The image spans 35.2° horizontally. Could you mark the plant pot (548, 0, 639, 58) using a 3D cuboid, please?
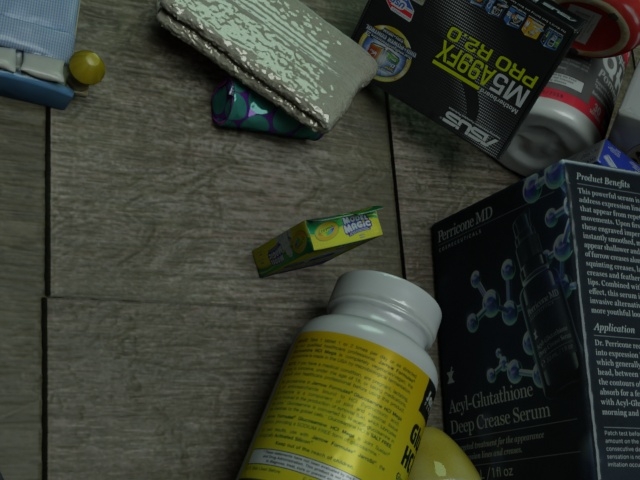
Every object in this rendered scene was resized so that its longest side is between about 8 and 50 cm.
[{"bbox_3d":[0.390,-0.359,1.392,0.191,0.191,0.174,29,69,-17],"label":"plant pot"}]

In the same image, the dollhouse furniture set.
[{"bbox_3d":[-0.373,-0.343,1.158,0.303,0.198,0.287,13,69,-24],"label":"dollhouse furniture set"}]

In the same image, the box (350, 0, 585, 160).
[{"bbox_3d":[0.188,-0.271,1.379,0.270,0.216,0.060,33,34,7],"label":"box"}]

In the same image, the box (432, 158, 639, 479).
[{"bbox_3d":[0.321,0.134,1.320,0.211,0.293,0.396,7,71,-26],"label":"box"}]

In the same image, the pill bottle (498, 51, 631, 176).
[{"bbox_3d":[0.374,-0.263,1.543,0.176,0.176,0.319,32,62,-16],"label":"pill bottle"}]

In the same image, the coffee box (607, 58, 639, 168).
[{"bbox_3d":[0.494,-0.110,1.465,0.168,0.297,0.119,23,63,13],"label":"coffee box"}]

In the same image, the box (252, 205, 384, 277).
[{"bbox_3d":[0.000,0.000,1.258,0.105,0.179,0.043,-12,80,-30],"label":"box"}]

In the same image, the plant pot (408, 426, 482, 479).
[{"bbox_3d":[0.135,0.294,1.279,0.134,0.134,0.095,11,45,-25],"label":"plant pot"}]

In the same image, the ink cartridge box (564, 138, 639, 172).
[{"bbox_3d":[0.371,-0.070,1.461,0.097,0.207,0.046,35,61,-14],"label":"ink cartridge box"}]

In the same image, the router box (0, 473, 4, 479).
[{"bbox_3d":[-0.444,0.271,0.992,0.243,0.081,0.309,-27,88,-32],"label":"router box"}]

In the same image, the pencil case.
[{"bbox_3d":[-0.065,-0.177,1.347,0.151,0.064,0.070,8,85,-26],"label":"pencil case"}]

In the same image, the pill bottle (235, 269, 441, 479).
[{"bbox_3d":[0.030,0.211,1.202,0.188,0.188,0.334,31,63,-16],"label":"pill bottle"}]

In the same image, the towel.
[{"bbox_3d":[-0.069,-0.265,1.340,0.282,0.049,0.187,36,44,-2],"label":"towel"}]
